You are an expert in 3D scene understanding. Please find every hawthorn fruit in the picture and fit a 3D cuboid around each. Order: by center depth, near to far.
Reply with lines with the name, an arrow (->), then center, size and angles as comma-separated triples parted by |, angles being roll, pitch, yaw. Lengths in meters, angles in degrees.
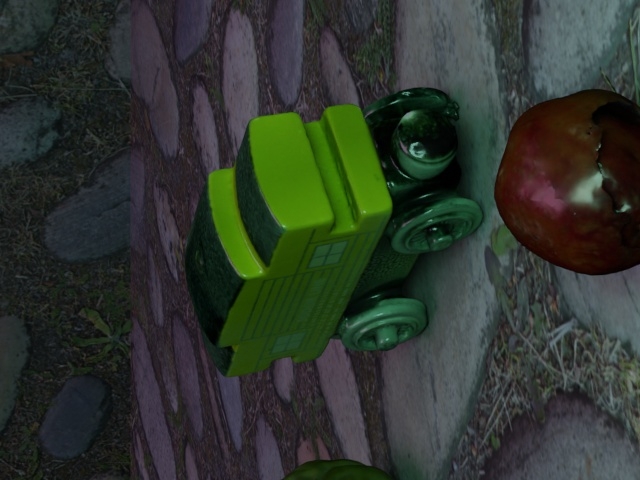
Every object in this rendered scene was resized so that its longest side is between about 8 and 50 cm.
hawthorn fruit -> 0.219, -0.037, 1.473 | 0.172, 0.148, 0.148 | -131, 37, -50

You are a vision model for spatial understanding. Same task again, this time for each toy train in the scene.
toy train -> 0.000, 0.000, 1.973 | 0.442, 0.272, 0.179 | 114, 142, -60

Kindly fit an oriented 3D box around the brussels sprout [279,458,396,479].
brussels sprout -> 0.021, 0.417, 2.170 | 0.274, 0.242, 0.317 | -51, 49, 34
